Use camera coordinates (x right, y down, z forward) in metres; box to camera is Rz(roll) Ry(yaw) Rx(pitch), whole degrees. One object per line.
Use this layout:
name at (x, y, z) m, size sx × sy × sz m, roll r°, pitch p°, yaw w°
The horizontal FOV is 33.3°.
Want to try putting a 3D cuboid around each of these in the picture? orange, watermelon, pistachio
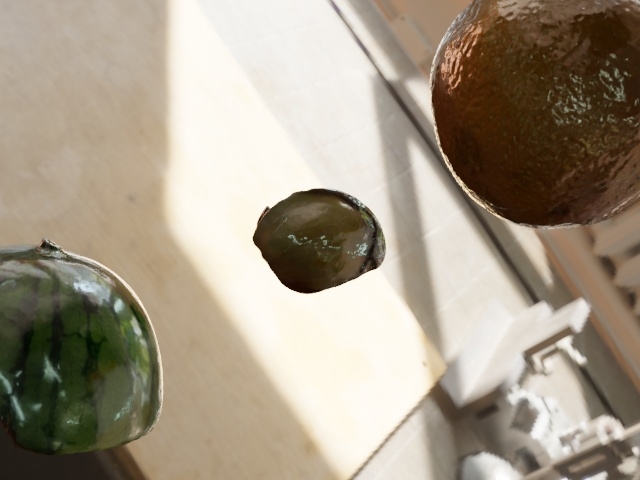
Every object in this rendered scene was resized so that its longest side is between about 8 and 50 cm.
orange at (0.226, -0.139, 1.028) m, size 0.264 × 0.264 × 0.264 m, roll 33°, pitch 39°, yaw -31°
watermelon at (-0.318, 0.102, 1.281) m, size 0.331 × 0.189 × 0.331 m, roll 23°, pitch 17°, yaw -8°
pistachio at (0.000, 0.000, 1.603) m, size 0.210 × 0.165 × 0.130 m, roll 10°, pitch 19°, yaw -15°
